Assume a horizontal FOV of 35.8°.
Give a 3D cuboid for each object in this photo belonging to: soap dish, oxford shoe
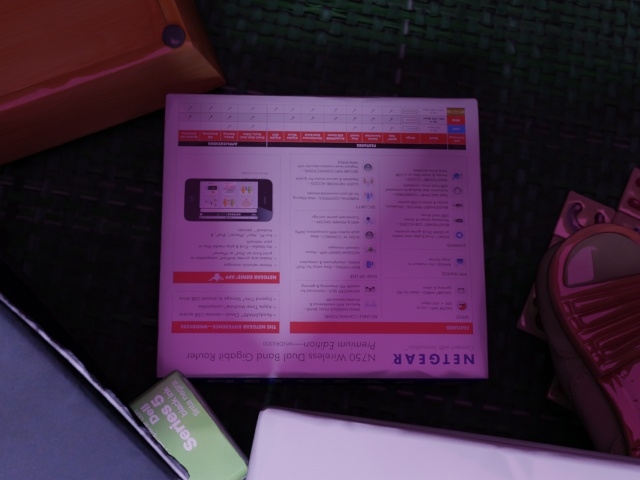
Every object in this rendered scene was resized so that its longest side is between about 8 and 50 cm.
[{"bbox_3d":[-0.278,-0.229,1.064,0.291,0.118,0.228,-21,79,-7],"label":"soap dish"},{"bbox_3d":[0.318,0.174,0.932,0.141,0.146,0.396,-20,85,-7],"label":"oxford shoe"}]

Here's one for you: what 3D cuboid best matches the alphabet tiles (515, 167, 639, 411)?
[{"bbox_3d":[0.400,0.089,1.086,0.343,0.011,0.285,24,77,2],"label":"alphabet tiles"}]

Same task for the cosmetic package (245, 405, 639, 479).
[{"bbox_3d":[0.084,0.329,0.817,0.328,0.393,0.329,9,76,-1],"label":"cosmetic package"}]

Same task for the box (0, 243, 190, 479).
[{"bbox_3d":[-0.448,0.152,0.769,0.480,0.297,0.472,-42,47,-12],"label":"box"}]

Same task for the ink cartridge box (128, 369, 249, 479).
[{"bbox_3d":[-0.203,0.252,0.917,0.273,0.198,0.114,-36,82,-10],"label":"ink cartridge box"}]

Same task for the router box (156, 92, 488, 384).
[{"bbox_3d":[0.000,0.000,1.046,0.336,0.082,0.301,1,77,-3],"label":"router box"}]
